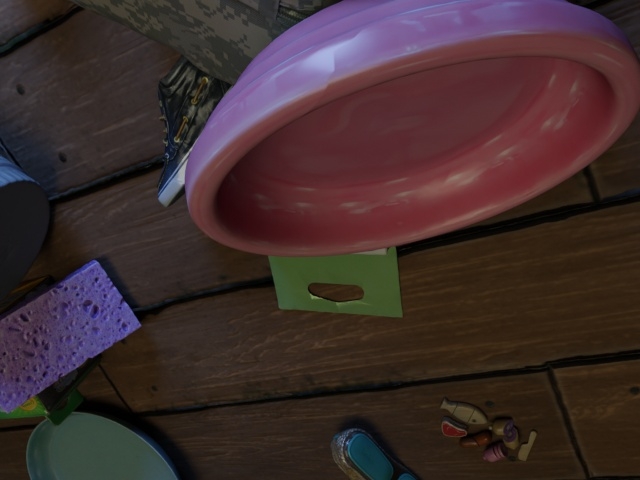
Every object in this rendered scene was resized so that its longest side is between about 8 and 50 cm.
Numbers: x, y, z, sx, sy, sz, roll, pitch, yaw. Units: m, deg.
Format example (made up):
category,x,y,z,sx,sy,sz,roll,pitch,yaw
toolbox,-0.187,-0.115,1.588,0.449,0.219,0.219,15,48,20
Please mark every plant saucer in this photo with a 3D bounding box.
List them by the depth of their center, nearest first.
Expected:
category,x,y,z,sx,sy,sz,roll,pitch,yaw
plant saucer,0.061,-0.080,0.471,0.332,0.332,0.084,-23,70,31
plant saucer,-0.372,0.424,1.086,0.318,0.043,0.317,6,113,14

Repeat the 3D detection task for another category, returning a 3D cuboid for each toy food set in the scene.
category,x,y,z,sx,sy,sz,roll,pitch,yaw
toy food set,0.208,0.251,0.789,0.122,0.019,0.078,14,124,13

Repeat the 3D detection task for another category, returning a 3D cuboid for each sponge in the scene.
category,x,y,z,sx,sy,sz,roll,pitch,yaw
sponge,-0.370,0.130,0.845,0.031,0.210,0.117,17,137,61

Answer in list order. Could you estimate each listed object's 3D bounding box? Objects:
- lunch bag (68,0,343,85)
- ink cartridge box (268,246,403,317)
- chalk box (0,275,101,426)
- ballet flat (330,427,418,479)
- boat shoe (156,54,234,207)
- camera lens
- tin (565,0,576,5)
category,x,y,z,sx,sy,sz,roll,pitch,yaw
lunch bag,-0.082,-0.249,0.486,0.305,0.212,0.256,30,143,5
ink cartridge box,0.000,0.000,0.700,0.171,0.056,0.235,2,118,20
chalk box,-0.444,0.183,0.936,0.132,0.132,0.213,-11,114,26
ballet flat,0.088,0.343,0.874,0.206,0.073,0.067,54,151,-11
boat shoe,-0.151,-0.124,0.681,0.083,0.065,0.183,39,119,-3
camera lens,-0.523,-0.046,0.774,0.274,0.219,0.219,25,125,5
tin,0.172,-0.174,0.537,0.106,0.040,0.189,-14,114,23
